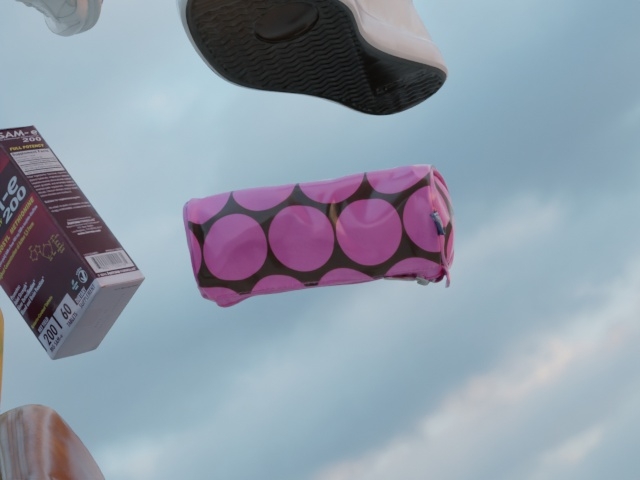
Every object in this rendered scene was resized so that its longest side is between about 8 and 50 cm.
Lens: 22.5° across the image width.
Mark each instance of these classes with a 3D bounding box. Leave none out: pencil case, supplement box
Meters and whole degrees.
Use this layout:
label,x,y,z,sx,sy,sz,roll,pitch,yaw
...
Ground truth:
label,x,y,z,sx,sy,sz,roll,pitch,yaw
pencil case,0.000,0.000,1.252,0.209,0.098,0.095,-8,-7,12
supplement box,-0.312,0.000,1.805,0.073,0.239,0.130,-11,-34,-50

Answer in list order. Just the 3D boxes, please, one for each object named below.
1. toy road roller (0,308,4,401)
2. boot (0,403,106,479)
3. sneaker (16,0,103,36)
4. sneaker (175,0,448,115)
label,x,y,z,sx,sy,sz,roll,pitch,yaw
toy road roller,-0.298,0.210,1.243,0.202,0.329,0.240,-28,-41,26
boot,-0.097,0.226,0.803,0.096,0.264,0.280,-35,11,-7
sneaker,-0.354,-0.348,2.055,0.152,0.114,0.305,-21,-14,-18
sneaker,-0.018,-0.171,1.104,0.106,0.123,0.290,-28,-20,21
